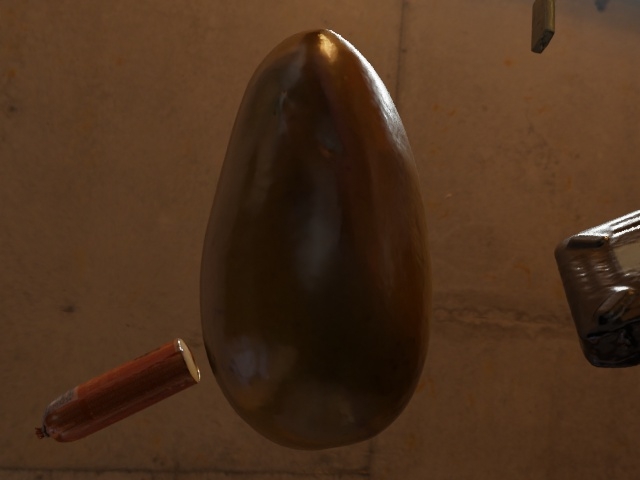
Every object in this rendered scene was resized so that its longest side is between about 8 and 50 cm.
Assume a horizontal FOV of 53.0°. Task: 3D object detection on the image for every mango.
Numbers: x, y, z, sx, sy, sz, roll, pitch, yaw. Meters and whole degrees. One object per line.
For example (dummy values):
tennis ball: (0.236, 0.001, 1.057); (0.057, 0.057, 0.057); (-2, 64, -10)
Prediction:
mango: (0.000, 0.000, 0.704); (0.300, 0.232, 0.446); (0, -93, -60)

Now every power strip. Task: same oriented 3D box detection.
power strip: (0.354, -0.349, 1.020); (0.019, 0.051, 0.136); (16, -121, -5)

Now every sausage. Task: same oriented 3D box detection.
sausage: (-0.288, 0.216, 0.895); (0.234, 0.071, 0.071); (-25, -88, -4)

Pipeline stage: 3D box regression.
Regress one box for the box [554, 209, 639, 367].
box: (0.460, 0.028, 0.821); (0.290, 0.289, 0.073); (-22, -70, 22)
